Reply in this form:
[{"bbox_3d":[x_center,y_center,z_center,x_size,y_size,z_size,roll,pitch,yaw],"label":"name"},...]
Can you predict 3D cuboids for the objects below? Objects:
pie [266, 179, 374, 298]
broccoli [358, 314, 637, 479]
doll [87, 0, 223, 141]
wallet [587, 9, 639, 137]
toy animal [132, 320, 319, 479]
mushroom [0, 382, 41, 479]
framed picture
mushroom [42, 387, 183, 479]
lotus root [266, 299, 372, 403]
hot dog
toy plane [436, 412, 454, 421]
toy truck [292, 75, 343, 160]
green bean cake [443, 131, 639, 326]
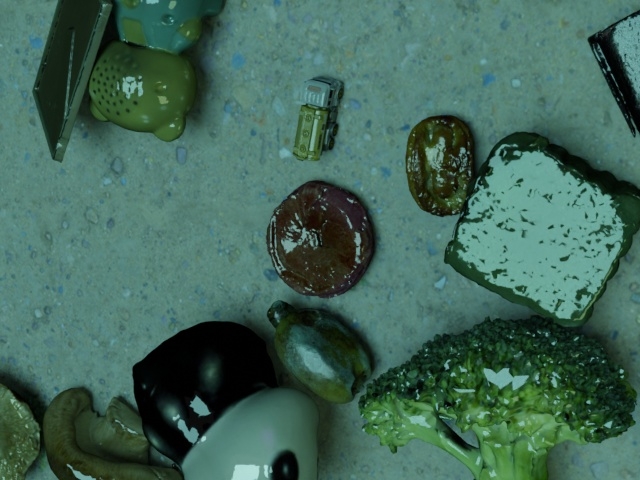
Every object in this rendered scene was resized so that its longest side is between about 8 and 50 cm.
[{"bbox_3d":[0.000,0.000,1.663,0.182,0.049,0.182,4,98,28],"label":"pie"},{"bbox_3d":[0.296,0.280,1.489,0.397,0.275,0.353,56,149,4],"label":"broccoli"},{"bbox_3d":[-0.261,-0.292,1.666,0.177,0.161,0.261,19,106,19],"label":"doll"},{"bbox_3d":[0.501,-0.221,1.369,0.262,0.071,0.221,-26,88,21],"label":"wallet"},{"bbox_3d":[-0.134,0.299,1.649,0.310,0.251,0.251,52,119,35],"label":"toy animal"},{"bbox_3d":[-0.620,0.341,1.912,0.233,0.302,0.208,25,77,6],"label":"mushroom"},{"bbox_3d":[-0.398,-0.299,1.718,0.289,0.020,0.211,-63,36,31],"label":"framed picture"},{"bbox_3d":[-0.379,0.376,1.866,0.285,0.151,0.156,36,115,15],"label":"mushroom"},{"bbox_3d":[-0.007,0.165,1.669,0.192,0.113,0.088,41,150,11],"label":"lotus root"},{"bbox_3d":[0.173,-0.105,1.549,0.099,0.065,0.147,1,100,12],"label":"hot dog"},{"bbox_3d":[0.154,0.246,1.645,0.102,0.040,0.111,47,115,-2],"label":"toy plane"},{"bbox_3d":[-0.007,-0.181,1.620,0.052,0.063,0.123,17,108,22],"label":"toy truck"},{"bbox_3d":[0.298,-0.022,1.458,0.227,0.125,0.222,27,109,7],"label":"green bean cake"}]
